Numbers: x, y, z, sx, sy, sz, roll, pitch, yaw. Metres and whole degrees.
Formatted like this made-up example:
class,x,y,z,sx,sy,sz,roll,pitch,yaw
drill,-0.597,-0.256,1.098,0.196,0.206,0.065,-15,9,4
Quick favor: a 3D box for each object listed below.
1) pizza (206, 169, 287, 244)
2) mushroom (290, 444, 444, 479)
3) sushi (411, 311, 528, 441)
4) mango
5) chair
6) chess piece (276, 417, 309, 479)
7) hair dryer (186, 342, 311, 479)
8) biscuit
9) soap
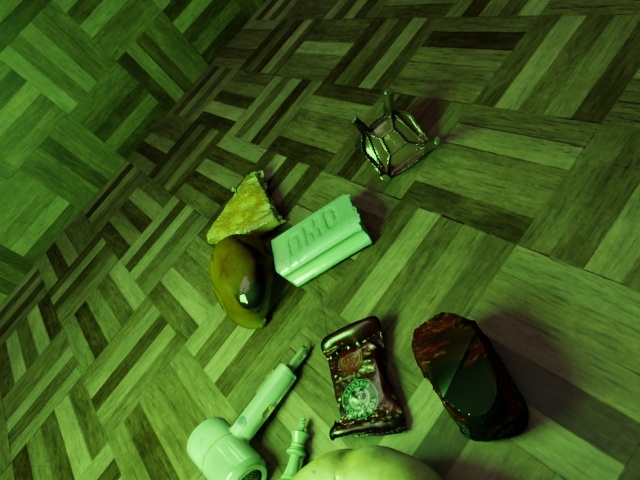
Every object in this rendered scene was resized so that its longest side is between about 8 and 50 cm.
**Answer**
class,x,y,z,sx,sy,sz,roll,pitch,yaw
pizza,-0.213,-0.115,1.468,0.279,0.075,0.288,-8,52,28
mushroom,0.041,0.487,0.659,0.325,0.352,0.354,-45,31,50
sushi,0.258,0.237,0.799,0.136,0.126,0.225,-38,37,10
mango,-0.208,0.094,1.235,0.201,0.152,0.287,-44,42,9
chair,0.190,-0.271,1.244,0.175,0.183,0.326,-36,-1,11
chess piece,-0.051,0.435,0.929,0.059,0.059,0.149,-12,48,30
hair dryer,-0.125,0.373,1.013,0.173,0.108,0.357,22,67,42
biscuit,0.077,0.286,0.936,0.151,0.063,0.236,-26,49,21
soap,0.000,0.000,1.194,0.261,0.094,0.150,-32,44,14
